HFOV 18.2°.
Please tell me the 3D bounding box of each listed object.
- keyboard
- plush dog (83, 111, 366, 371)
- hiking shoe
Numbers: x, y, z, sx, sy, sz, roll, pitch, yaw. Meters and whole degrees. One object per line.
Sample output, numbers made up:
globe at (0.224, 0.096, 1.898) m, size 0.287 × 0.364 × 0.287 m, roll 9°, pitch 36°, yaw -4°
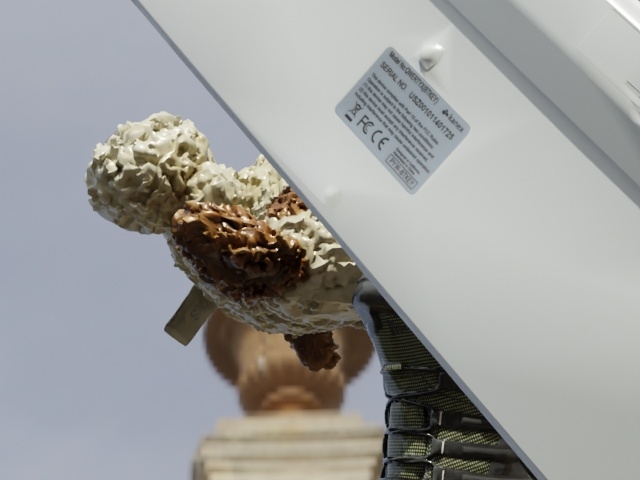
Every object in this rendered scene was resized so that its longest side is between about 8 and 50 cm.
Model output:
keyboard at (0.023, -0.030, 0.380) m, size 0.014 × 0.256 × 0.072 m, roll 21°, pitch -67°, yaw -49°
plush dog at (0.000, 0.000, 1.308) m, size 0.262 × 0.225 × 0.210 m, roll -15°, pitch -81°, yaw -17°
hiking shoe at (0.073, 0.124, 1.168) m, size 0.086 × 0.114 × 0.227 m, roll -16°, pitch -72°, yaw 56°
